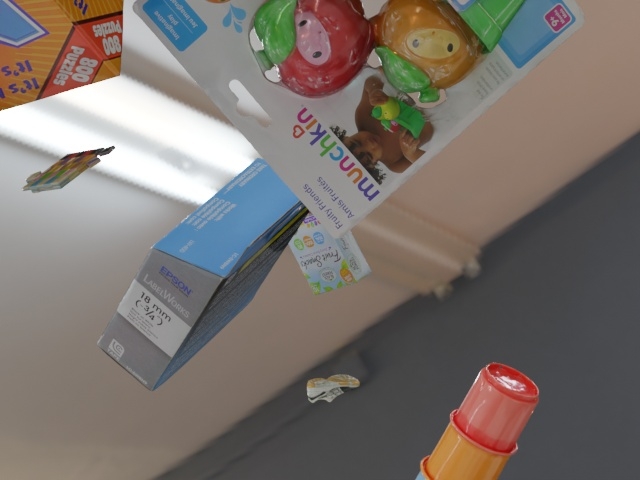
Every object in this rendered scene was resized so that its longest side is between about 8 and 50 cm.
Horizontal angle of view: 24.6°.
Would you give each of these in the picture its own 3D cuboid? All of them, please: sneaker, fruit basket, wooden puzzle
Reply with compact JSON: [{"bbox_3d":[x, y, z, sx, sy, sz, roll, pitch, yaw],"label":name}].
[{"bbox_3d":[0.018,0.227,2.226,0.083,0.032,0.037,-4,-69,-16],"label":"sneaker"},{"bbox_3d":[0.044,-0.233,1.493,0.353,0.327,0.165,-41,6,-4],"label":"fruit basket"},{"bbox_3d":[-0.187,-0.051,1.076,0.083,0.006,0.049,-5,31,48],"label":"wooden puzzle"}]

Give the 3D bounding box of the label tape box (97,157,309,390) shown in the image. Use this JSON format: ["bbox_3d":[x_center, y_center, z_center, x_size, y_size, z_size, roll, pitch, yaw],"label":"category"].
[{"bbox_3d":[-0.125,0.012,1.855,0.240,0.106,0.334,-44,-8,-45],"label":"label tape box"}]

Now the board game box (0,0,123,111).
[{"bbox_3d":[-0.405,-0.330,1.248,0.356,0.356,0.356,-14,-34,16],"label":"board game box"}]

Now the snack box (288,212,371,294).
[{"bbox_3d":[0.000,0.000,2.076,0.037,0.141,0.100,-33,9,-38],"label":"snack box"}]

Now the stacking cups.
[{"bbox_3d":[0.126,0.268,1.485,0.096,0.096,0.316,5,-62,-52],"label":"stacking cups"}]
